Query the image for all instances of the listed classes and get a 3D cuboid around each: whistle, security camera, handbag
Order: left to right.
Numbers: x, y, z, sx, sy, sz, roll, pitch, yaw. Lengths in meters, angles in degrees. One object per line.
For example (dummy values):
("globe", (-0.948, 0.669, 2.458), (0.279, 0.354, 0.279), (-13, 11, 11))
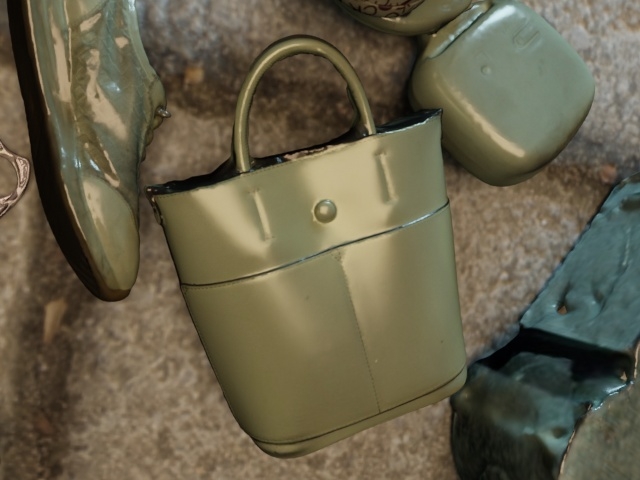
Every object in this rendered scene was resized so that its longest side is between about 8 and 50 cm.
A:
("handbag", (0.000, 0.000, 0.542), (0.241, 0.109, 0.315), (-18, 106, -15))
("security camera", (0.105, -0.186, 0.587), (0.301, 0.080, 0.157), (47, 69, -4))
("whistle", (0.246, 0.123, 0.612), (0.188, 0.168, 0.404), (7, 89, -18))

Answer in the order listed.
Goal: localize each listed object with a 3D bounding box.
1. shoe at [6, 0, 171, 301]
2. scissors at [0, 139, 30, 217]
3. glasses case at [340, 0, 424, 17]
("shoe", (-0.166, -0.091, 0.508), (0.098, 0.103, 0.274), (-10, 99, -26))
("scissors", (-0.275, 0.011, 0.529), (0.100, 0.015, 0.189), (-4, 98, -18))
("glasses case", (0.108, -0.314, 0.537), (0.137, 0.085, 0.354), (42, 68, -1))
